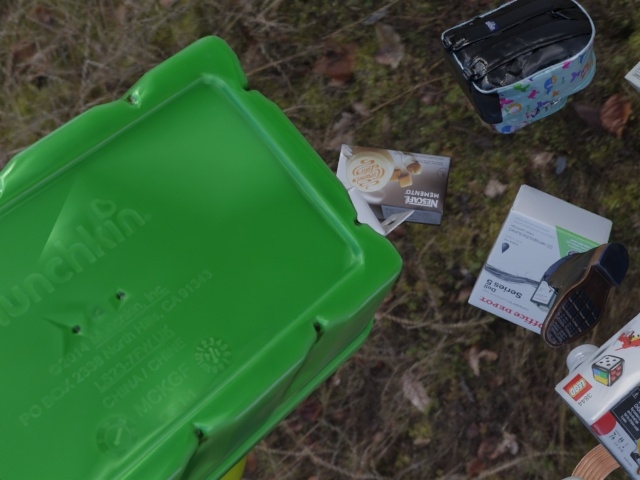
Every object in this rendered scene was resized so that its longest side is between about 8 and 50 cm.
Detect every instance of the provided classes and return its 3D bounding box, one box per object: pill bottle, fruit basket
[{"bbox_3d":[0.504,0.264,1.452,0.094,0.169,0.094,-1,118,-2],"label":"pill bottle"},{"bbox_3d":[-0.149,0.092,0.533,0.283,0.392,0.392,51,131,-1],"label":"fruit basket"}]

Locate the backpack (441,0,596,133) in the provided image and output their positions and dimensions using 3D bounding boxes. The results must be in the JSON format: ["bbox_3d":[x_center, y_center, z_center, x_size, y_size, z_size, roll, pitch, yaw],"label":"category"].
[{"bbox_3d":[0.383,-0.340,1.508,0.254,0.191,0.225,-28,51,7],"label":"backpack"}]

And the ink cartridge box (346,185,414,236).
[{"bbox_3d":[0.000,0.000,0.913,0.067,0.198,0.115,57,173,-5],"label":"ink cartridge box"}]

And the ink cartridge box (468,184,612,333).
[{"bbox_3d":[0.455,0.049,1.692,0.198,0.114,0.272,24,131,10],"label":"ink cartridge box"}]

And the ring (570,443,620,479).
[{"bbox_3d":[0.689,0.578,1.695,0.337,0.336,0.032,30,168,23],"label":"ring"}]

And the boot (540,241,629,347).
[{"bbox_3d":[0.406,0.092,1.315,0.082,0.219,0.106,51,158,-13],"label":"boot"}]

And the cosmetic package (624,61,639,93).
[{"bbox_3d":[0.614,-0.297,1.156,0.113,0.160,0.309,37,110,-21],"label":"cosmetic package"}]

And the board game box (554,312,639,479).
[{"bbox_3d":[0.348,0.150,0.700,0.305,0.193,0.053,45,-176,-35],"label":"board game box"}]

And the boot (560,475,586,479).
[{"bbox_3d":[0.433,0.572,1.516,0.088,0.176,0.244,32,115,7],"label":"boot"}]

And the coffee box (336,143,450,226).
[{"bbox_3d":[0.161,-0.123,1.816,0.247,0.098,0.141,9,73,8],"label":"coffee box"}]
